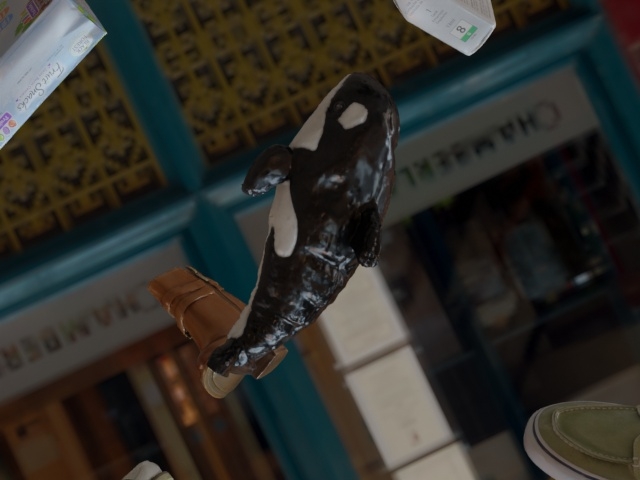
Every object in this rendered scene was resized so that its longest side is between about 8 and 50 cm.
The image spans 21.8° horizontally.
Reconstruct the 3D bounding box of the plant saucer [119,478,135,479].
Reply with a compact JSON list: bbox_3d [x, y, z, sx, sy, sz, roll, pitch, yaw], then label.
[{"bbox_3d":[-0.145,0.281,1.621,0.029,0.168,0.168,-58,179,1],"label":"plant saucer"}]

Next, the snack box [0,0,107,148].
[{"bbox_3d":[-0.314,-0.193,1.704,0.174,0.070,0.207,-46,-156,4],"label":"snack box"}]

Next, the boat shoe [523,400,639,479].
[{"bbox_3d":[0.362,0.211,1.699,0.094,0.302,0.109,99,3,-48],"label":"boat shoe"}]

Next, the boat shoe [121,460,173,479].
[{"bbox_3d":[-0.316,0.371,2.095,0.302,0.103,0.113,-45,166,14],"label":"boat shoe"}]

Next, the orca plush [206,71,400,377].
[{"bbox_3d":[0.000,0.000,1.416,0.287,0.151,0.102,-53,-140,-6],"label":"orca plush"}]

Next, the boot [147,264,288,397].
[{"bbox_3d":[-0.128,0.091,1.782,0.073,0.152,0.197,-50,168,9],"label":"boot"}]

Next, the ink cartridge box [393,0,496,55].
[{"bbox_3d":[0.073,-0.305,1.729,0.056,0.224,0.181,-51,-155,31],"label":"ink cartridge box"}]
